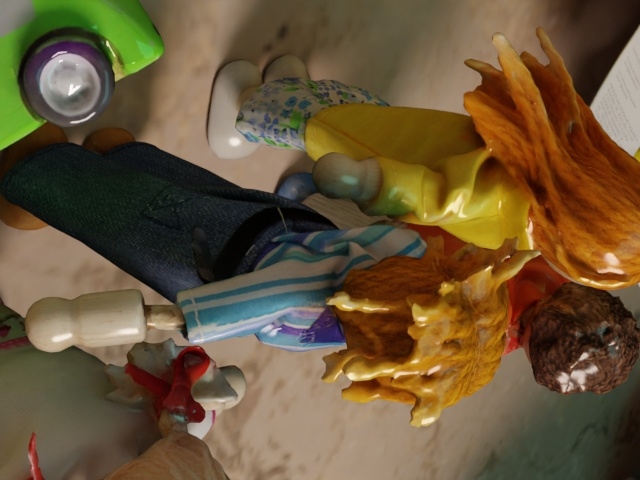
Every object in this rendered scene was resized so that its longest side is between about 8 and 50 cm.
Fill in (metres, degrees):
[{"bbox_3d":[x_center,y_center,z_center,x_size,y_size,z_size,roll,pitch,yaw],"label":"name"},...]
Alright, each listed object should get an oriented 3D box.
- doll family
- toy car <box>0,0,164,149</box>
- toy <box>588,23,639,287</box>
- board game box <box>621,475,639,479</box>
[{"bbox_3d":[0.000,0.000,0.395,0.263,0.163,0.118,-18,121,-43],"label":"doll family"},{"bbox_3d":[-0.036,-0.076,0.350,0.225,0.239,0.053,-30,105,-3],"label":"toy car"},{"bbox_3d":[0.172,-0.103,0.624,0.237,0.056,0.137,-58,142,-15],"label":"toy"},{"bbox_3d":[0.087,0.278,0.724,0.305,0.053,0.193,-31,131,-36],"label":"board game box"}]
